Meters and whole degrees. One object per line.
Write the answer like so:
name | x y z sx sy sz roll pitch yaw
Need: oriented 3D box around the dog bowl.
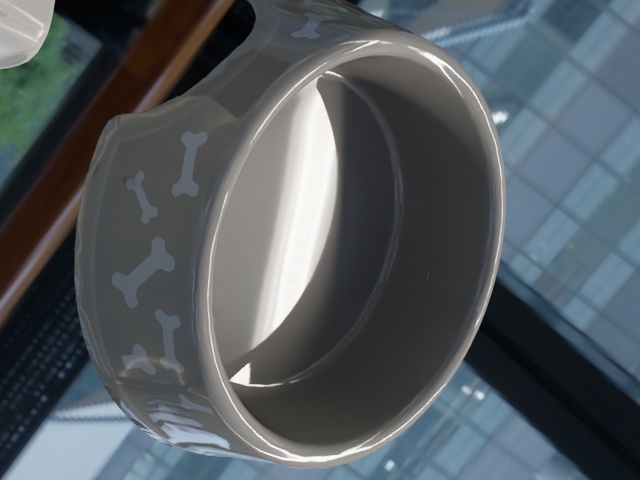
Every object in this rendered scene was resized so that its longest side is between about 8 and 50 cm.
dog bowl | 0.000 0.000 0.911 0.102 0.349 0.348 17 -114 42

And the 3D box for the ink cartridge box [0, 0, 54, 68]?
ink cartridge box | -0.259 -0.155 0.465 0.207 0.283 0.117 -7 -112 39
